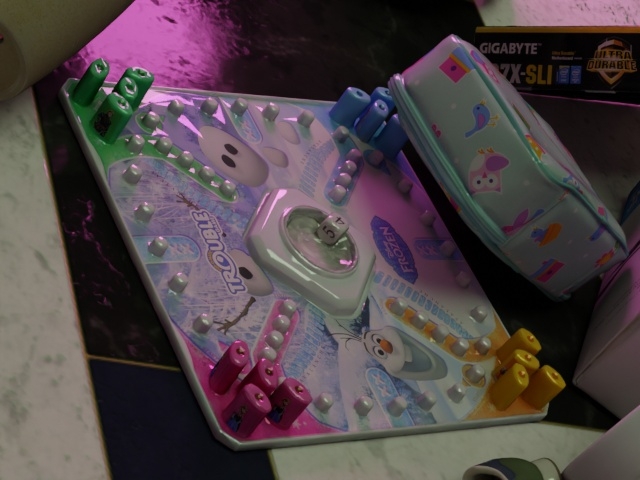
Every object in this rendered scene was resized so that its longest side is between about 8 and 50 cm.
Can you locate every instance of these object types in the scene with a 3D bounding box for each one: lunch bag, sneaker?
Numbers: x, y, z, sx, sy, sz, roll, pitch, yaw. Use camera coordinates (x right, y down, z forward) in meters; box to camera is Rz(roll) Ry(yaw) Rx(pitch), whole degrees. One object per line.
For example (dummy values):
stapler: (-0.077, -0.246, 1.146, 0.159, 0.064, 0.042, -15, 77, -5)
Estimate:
lunch bag: (0.183, -0.070, 1.568, 0.279, 0.108, 0.224, 35, 20, -56)
sneaker: (0.167, 0.259, 1.305, 0.086, 0.064, 0.192, 9, 44, -25)

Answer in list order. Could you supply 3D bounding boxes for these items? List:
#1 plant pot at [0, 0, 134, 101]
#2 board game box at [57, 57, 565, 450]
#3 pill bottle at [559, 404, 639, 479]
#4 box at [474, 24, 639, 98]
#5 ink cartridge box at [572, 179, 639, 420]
plant pot: (-0.253, -0.255, 1.359, 0.256, 0.256, 0.274, 31, 53, -12)
board game box: (0.000, 0.000, 1.440, 0.390, 0.050, 0.390, 1, 51, -42)
pill bottle: (0.381, 0.287, 1.332, 0.210, 0.210, 0.363, -18, 65, -50)
box: (0.375, -0.196, 1.837, 0.322, 0.079, 0.257, 1, 7, -41)
ink cartridge box: (0.446, 0.076, 1.659, 0.285, 0.166, 0.395, 37, 35, -3)
